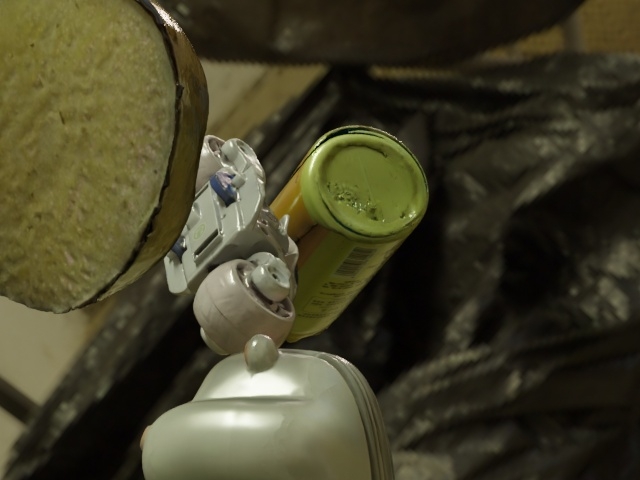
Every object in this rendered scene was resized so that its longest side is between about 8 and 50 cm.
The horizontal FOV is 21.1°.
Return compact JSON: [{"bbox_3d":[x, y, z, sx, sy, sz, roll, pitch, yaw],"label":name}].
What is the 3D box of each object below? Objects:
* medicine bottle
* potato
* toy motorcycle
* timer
[{"bbox_3d":[0.000,0.000,1.558,0.239,0.124,0.124,-49,12,54],"label":"medicine bottle"},{"bbox_3d":[-0.125,-0.062,1.002,0.117,0.182,0.202,-7,-56,-53],"label":"potato"},{"bbox_3d":[-0.058,0.007,1.301,0.112,0.112,0.254,-44,31,17],"label":"toy motorcycle"},{"bbox_3d":[-0.028,0.212,0.920,0.291,0.290,0.315,-20,65,55],"label":"timer"}]
